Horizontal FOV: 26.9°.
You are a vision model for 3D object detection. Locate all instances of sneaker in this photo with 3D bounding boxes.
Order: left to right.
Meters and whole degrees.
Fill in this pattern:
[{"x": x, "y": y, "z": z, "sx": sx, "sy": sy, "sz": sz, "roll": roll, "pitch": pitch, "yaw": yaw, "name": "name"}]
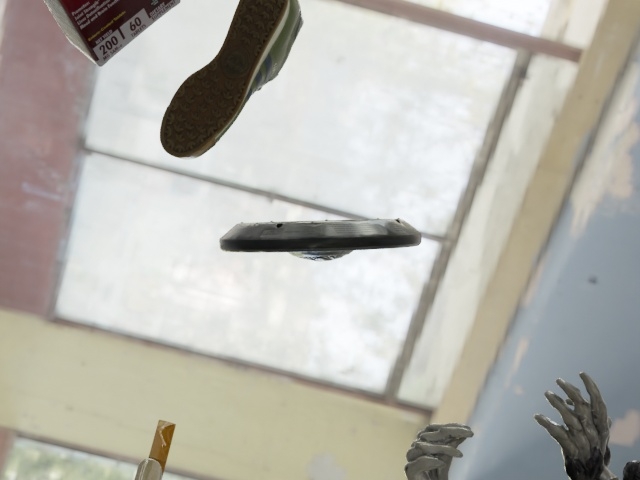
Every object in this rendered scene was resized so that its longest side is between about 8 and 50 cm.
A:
[{"x": -0.075, "y": -0.157, "z": 1.286, "sx": 0.192, "sy": 0.064, "sz": 0.086, "roll": -57, "pitch": 163, "yaw": 7, "name": "sneaker"}]

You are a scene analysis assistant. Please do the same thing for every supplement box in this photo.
[{"x": -0.260, "y": -0.322, "z": 1.487, "sx": 0.130, "sy": 0.073, "sz": 0.239, "roll": -42, "pitch": 145, "yaw": -11, "name": "supplement box"}]

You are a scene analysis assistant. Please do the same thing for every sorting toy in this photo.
[{"x": -0.199, "y": 0.324, "z": 1.293, "sx": 0.307, "sy": 0.041, "sz": 0.229, "roll": -82, "pitch": -172, "yaw": -59, "name": "sorting toy"}]

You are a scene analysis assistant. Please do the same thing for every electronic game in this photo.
[{"x": 0.000, "y": 0.000, "z": 1.514, "sx": 0.229, "sy": 0.229, "sz": 0.048, "roll": -171, "pitch": -100, "yaw": -85, "name": "electronic game"}]

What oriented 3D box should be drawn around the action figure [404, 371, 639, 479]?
[{"x": 0.127, "y": 0.154, "z": 0.779, "sx": 0.275, "sy": 0.164, "sz": 0.141, "roll": -9, "pitch": -81, "yaw": 46, "name": "action figure"}]
